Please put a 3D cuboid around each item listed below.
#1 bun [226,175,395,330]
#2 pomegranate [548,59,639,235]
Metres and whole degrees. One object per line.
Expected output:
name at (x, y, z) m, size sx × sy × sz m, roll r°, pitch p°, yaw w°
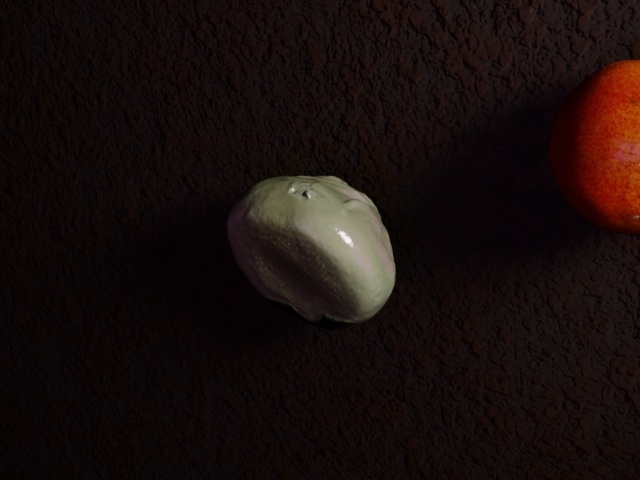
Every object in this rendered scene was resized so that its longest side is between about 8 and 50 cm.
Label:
bun at (0.000, 0.000, 1.477) m, size 0.283 × 0.179 × 0.283 m, roll 26°, pitch 143°, yaw 21°
pomegranate at (0.415, -0.111, 1.177) m, size 0.257 × 0.221 × 0.220 m, roll 5°, pitch 116°, yaw 17°
